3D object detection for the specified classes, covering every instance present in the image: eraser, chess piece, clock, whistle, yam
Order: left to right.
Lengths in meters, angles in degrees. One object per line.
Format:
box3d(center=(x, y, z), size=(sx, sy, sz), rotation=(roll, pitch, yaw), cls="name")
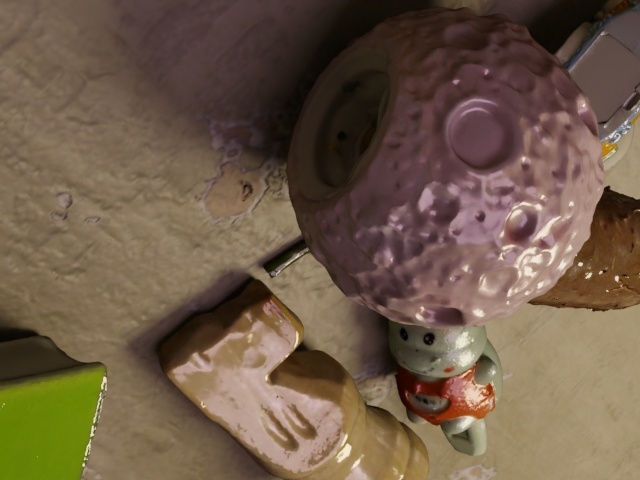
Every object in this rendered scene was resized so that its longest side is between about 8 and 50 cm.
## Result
box3d(center=(-0.291, 0.191, 1.129), size=(0.274, 0.092, 0.210), rotation=(-2, 110, -64), cls="eraser")
box3d(center=(-0.025, 0.162, 1.389), size=(0.137, 0.137, 0.301), rotation=(-43, 126, 2), cls="chess piece")
box3d(center=(0.122, 0.126, 1.457), size=(0.105, 0.102, 0.253), rotation=(-30, 133, -13), cls="whistle")
box3d(center=(0.221, 0.005, 1.406), size=(0.238, 0.129, 0.128), rotation=(7, 133, -37), cls="yam")
box3d(center=(0.260, -0.139, 1.323), size=(0.231, 0.103, 0.144), rotation=(-48, 172, 5), cls="clock")

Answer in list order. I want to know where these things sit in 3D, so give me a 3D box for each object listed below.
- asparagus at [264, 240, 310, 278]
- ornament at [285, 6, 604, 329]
box3d(center=(0.000, 0.000, 1.334), size=(0.114, 0.014, 0.015), rotation=(-31, 115, -9), cls="asparagus")
box3d(center=(0.105, -0.055, 1.189), size=(0.225, 0.259, 0.259), rotation=(23, 110, -27), cls="ornament")
